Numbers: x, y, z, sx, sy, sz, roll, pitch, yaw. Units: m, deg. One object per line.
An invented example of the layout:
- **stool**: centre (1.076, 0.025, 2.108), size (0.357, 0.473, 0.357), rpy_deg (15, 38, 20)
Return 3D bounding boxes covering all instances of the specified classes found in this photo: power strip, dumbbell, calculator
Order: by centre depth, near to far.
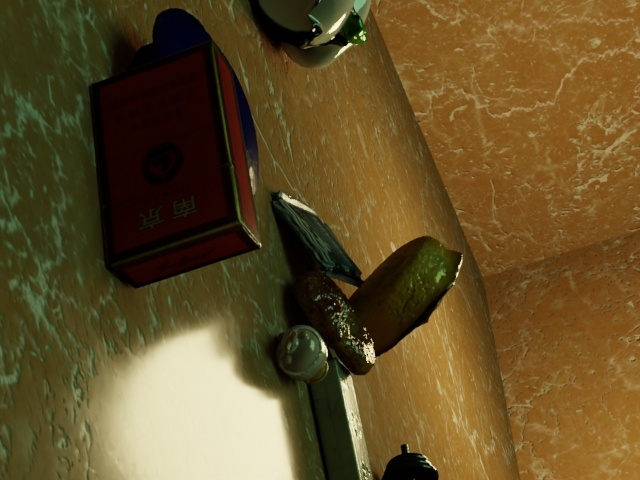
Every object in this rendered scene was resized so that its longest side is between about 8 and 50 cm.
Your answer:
- **power strip**: centre (0.028, 0.275, 1.876), size (0.093, 0.053, 0.288), rpy_deg (49, 27, -62)
- **dumbbell**: centre (0.154, 0.431, 2.086), size (0.099, 0.099, 0.209), rpy_deg (59, 18, -46)
- **calculator**: centre (-0.001, 0.000, 2.111), size (0.166, 0.028, 0.274), rpy_deg (55, 8, 15)

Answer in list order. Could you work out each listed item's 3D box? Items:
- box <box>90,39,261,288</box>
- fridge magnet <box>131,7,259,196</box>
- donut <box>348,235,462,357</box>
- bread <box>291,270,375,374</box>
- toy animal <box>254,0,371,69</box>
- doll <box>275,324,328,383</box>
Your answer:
- **box**: centre (-0.158, -0.083, 1.341), size (0.074, 0.153, 0.240), rpy_deg (59, 17, -59)
- **fridge magnet**: centre (-0.152, -0.160, 1.567), size (0.265, 0.112, 0.266), rpy_deg (-18, 90, -78)
- **donut**: centre (0.144, 0.097, 2.200), size (0.118, 0.253, 0.253), rpy_deg (49, 15, -5)
- **bread**: centre (0.025, 0.125, 1.940), size (0.193, 0.064, 0.193), rpy_deg (54, 5, -6)
- **toy animal**: centre (-0.004, -0.438, 2.387), size (0.266, 0.212, 0.213), rpy_deg (28, 44, -63)
- **doll**: centre (-0.034, 0.153, 1.765), size (0.084, 0.073, 0.127), rpy_deg (41, -10, 31)
